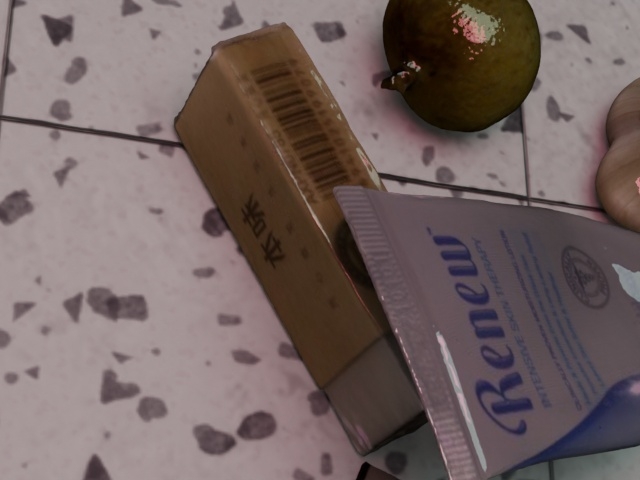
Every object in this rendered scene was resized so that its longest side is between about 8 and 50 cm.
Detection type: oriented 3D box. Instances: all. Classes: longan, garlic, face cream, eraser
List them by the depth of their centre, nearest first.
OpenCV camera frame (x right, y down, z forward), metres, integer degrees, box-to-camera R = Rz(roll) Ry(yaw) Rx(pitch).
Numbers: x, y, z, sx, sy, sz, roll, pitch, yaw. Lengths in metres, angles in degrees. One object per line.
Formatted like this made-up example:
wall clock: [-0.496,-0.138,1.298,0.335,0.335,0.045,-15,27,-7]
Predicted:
face cream: [0.186,0.069,1.087,0.420,0.137,0.234,2,62,-48]
eraser: [0.000,0.000,1.116,0.078,0.144,0.343,-22,75,-29]
longan: [0.121,-0.176,1.242,0.176,0.145,0.154,-24,62,-34]
garlic: [0.331,-0.084,1.312,0.124,0.099,0.174,24,60,8]

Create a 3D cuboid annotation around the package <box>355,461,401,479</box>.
package: [0.079,0.318,1.053,0.204,0.062,0.251,30,46,-5]
